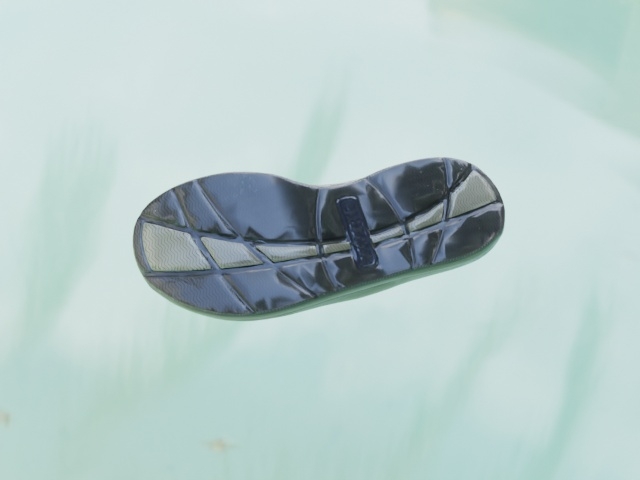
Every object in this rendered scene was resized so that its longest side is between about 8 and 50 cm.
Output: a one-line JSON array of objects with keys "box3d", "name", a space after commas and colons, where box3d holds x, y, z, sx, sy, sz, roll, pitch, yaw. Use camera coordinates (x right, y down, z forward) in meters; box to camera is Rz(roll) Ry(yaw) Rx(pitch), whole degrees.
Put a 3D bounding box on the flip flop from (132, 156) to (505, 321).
[{"box3d": [0.000, 0.000, 1.134, 0.277, 0.080, 0.112, -11, 75, -15], "name": "flip flop"}]
